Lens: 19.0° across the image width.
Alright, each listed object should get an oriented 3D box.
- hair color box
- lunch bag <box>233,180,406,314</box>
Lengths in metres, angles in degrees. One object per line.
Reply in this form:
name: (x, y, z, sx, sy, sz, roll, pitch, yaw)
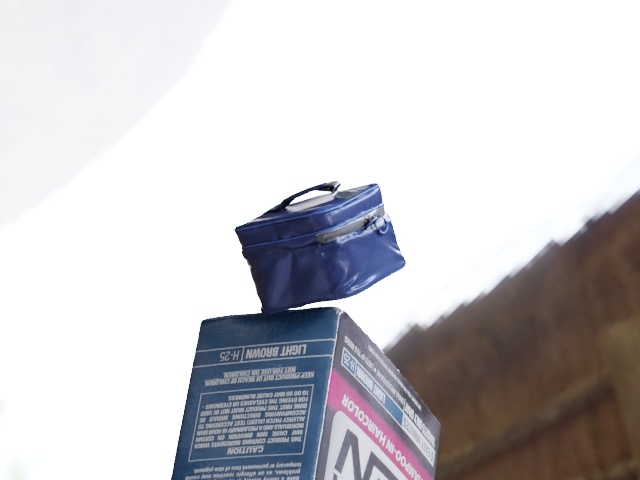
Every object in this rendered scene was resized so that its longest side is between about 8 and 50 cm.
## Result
hair color box: (-0.020, 0.232, 1.148, 0.105, 0.174, 0.347, -6, -123, 26)
lunch bag: (0.000, 0.000, 1.150, 0.098, 0.065, 0.067, -14, -170, 42)
